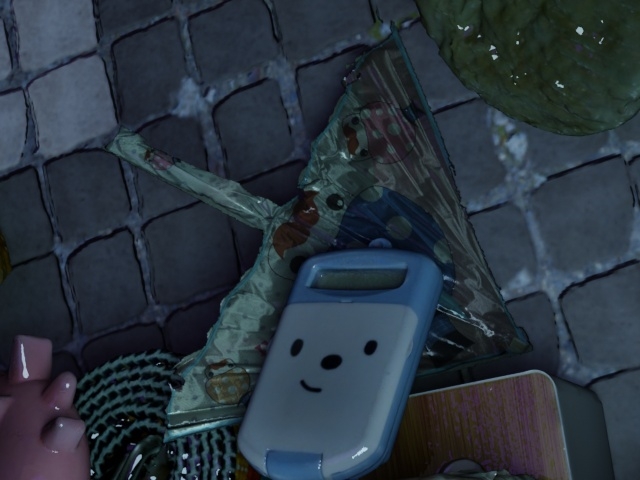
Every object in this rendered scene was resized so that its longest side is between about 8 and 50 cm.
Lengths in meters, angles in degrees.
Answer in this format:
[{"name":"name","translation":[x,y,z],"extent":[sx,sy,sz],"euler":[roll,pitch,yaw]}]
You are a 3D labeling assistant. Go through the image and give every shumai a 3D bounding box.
[{"name":"shumai","translation":[0.202,-0.227,1.330],"extent":[0.222,0.203,0.272],"euler":[22,126,28]}]

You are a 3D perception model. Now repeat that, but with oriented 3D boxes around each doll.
[{"name":"doll","translation":[-0.238,0.175,1.321],"extent":[0.211,0.093,0.262],"euler":[-62,38,16]}]

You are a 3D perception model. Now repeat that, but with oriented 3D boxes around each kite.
[{"name":"kite","translation":[0.000,0.000,1.362],"extent":[0.368,0.014,0.406],"euler":[27,66,4]}]

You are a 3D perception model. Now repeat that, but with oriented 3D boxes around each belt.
[{"name":"belt","translation":[-0.135,0.214,1.381],"extent":[0.207,0.150,0.257],"euler":[27,91,34]}]

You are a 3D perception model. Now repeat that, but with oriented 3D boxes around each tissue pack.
[{"name":"tissue pack","translation":[0.133,0.232,1.264],"extent":[0.159,0.136,0.246],"euler":[-14,75,22]}]

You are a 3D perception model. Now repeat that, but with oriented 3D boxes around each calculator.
[{"name":"calculator","translation":[0.015,0.085,1.264],"extent":[0.121,0.039,0.210],"euler":[1,56,31]}]

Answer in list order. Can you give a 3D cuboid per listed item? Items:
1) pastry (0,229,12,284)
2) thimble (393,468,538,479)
[{"name":"pastry","translation":[-0.348,-0.016,1.489],"extent":[0.093,0.192,0.182],"euler":[-39,95,14]},{"name":"thimble","translation":[0.068,0.261,1.133],"extent":[0.229,0.148,0.196],"euler":[-40,68,16]}]
